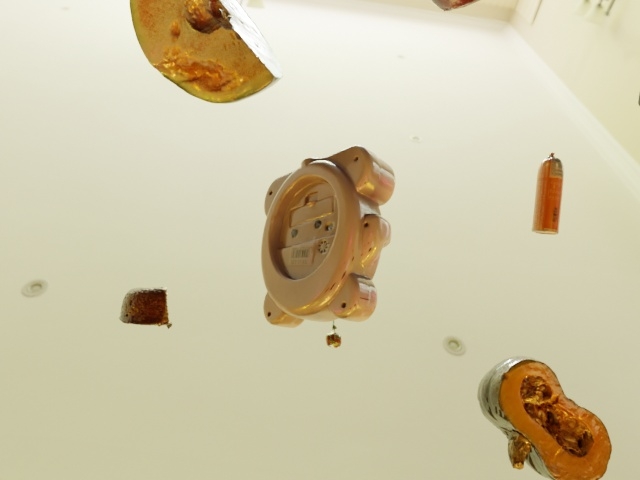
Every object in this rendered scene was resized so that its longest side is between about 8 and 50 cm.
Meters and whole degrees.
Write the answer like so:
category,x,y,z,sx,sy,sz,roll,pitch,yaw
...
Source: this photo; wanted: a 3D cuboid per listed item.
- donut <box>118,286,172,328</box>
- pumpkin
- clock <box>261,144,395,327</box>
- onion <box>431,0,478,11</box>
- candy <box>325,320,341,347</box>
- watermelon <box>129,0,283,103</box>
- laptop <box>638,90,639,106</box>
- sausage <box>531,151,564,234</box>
category,x,y,z,sx,sy,sz,roll,pitch,yaw
donut,-0.542,0.207,1.374,0.144,0.186,0.126,4,-99,-27
pumpkin,0.503,0.430,1.041,0.222,0.139,0.317,-42,-90,-8
clock,0.000,0.000,0.854,0.113,0.295,0.322,22,-117,-43
onion,0.338,-0.660,0.894,0.336,0.260,0.282,-38,-145,-6
candy,0.044,0.288,1.465,0.055,0.049,0.185,38,-159,-15
watermelon,-0.223,-0.386,0.885,0.322,0.175,0.188,52,-159,-1
laptop,0.554,-0.247,0.663,0.026,0.154,0.207,-7,-150,6
sausage,0.650,-0.137,1.260,0.071,0.234,0.071,8,177,0
